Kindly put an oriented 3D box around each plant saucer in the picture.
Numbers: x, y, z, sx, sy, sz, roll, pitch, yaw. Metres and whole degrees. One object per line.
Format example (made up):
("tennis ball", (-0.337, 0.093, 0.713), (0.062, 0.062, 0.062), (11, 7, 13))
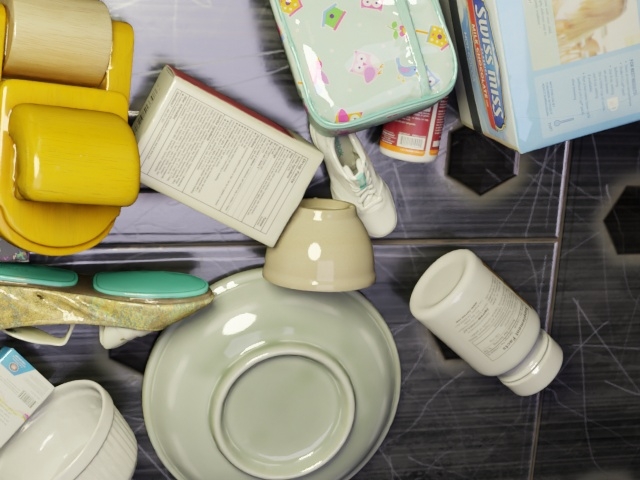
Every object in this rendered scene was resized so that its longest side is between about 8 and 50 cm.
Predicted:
("plant saucer", (-0.061, 0.240, 1.654), (0.401, 0.100, 0.400), (-4, 107, -13))

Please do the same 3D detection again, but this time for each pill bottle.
("pill bottle", (0.256, 0.129, 1.679), (0.229, 0.131, 0.131), (41, 94, -21))
("pill bottle", (0.137, -0.192, 1.578), (0.086, 0.086, 0.152), (5, 105, -15))

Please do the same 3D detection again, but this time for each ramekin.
("ramekin", (-0.354, 0.307, 1.553), (0.207, 0.207, 0.109), (-35, 121, -1))

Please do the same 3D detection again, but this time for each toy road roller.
("toy road roller", (-0.319, -0.146, 1.360), (0.203, 0.241, 0.329), (3, 93, -33))

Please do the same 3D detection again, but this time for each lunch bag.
("lunch bag", (0.056, -0.293, 1.475), (0.224, 0.108, 0.279), (-17, 89, -1))

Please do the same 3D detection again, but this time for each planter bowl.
("planter bowl", (0.000, 0.000, 1.565), (0.162, 0.162, 0.109), (-1, 103, -13))

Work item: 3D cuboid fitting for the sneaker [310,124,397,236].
("sneaker", (0.051, -0.087, 1.585), (0.080, 0.094, 0.212), (-32, 111, -4))

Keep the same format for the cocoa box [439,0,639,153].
("cocoa box", (0.302, -0.325, 1.502), (0.232, 0.228, 0.347), (-16, 110, -9))

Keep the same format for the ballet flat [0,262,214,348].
("ballet flat", (-0.326, 0.094, 1.539), (0.349, 0.123, 0.123), (5, 105, -9))

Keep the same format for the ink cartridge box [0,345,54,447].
("ink cartridge box", (-0.451, 0.222, 1.558), (0.088, 0.052, 0.122), (49, 67, -21))

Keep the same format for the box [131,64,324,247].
("box", (-0.138, -0.116, 1.512), (0.232, 0.127, 0.148), (27, 98, -20))

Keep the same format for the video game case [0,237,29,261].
("video game case", (-0.491, -0.085, 1.460), (0.210, 0.042, 0.232), (-2, 95, -13))
